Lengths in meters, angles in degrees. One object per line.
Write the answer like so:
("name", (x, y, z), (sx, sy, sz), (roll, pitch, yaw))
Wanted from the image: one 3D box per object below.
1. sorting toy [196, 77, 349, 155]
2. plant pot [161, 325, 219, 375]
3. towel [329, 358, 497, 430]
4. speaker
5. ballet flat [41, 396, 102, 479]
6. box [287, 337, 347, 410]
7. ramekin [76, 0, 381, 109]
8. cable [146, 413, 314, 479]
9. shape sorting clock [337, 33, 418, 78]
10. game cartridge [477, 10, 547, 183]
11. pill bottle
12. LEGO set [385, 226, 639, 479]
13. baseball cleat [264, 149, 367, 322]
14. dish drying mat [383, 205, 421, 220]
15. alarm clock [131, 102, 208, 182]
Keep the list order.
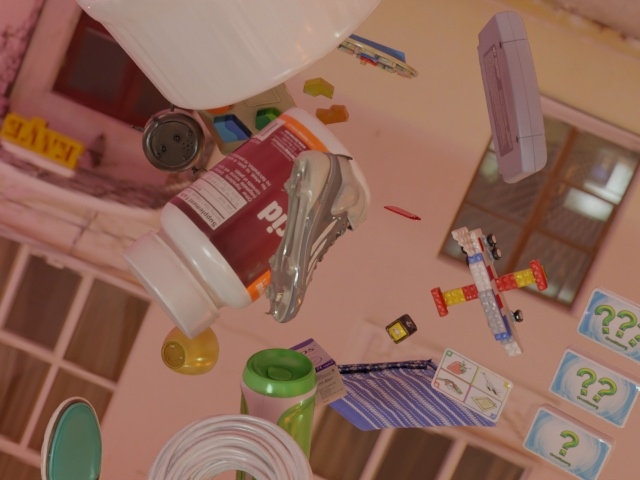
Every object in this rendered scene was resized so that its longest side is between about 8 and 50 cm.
("sorting toy", (-0.112, -0.273, 2.169), (0.307, 0.041, 0.229), (-7, 135, 21))
("plant pot", (-0.317, 0.258, 2.493), (0.134, 0.134, 0.095), (26, -164, 19))
("towel", (0.143, 0.312, 2.090), (0.336, 0.040, 0.243), (-10, 139, 41))
("speaker", (-0.075, 0.328, 1.732), (0.131, 0.296, 0.131), (5, -156, -2))
("ballet flat", (-0.529, 0.519, 2.251), (0.139, 0.400, 0.139), (-5, -171, 1))
("box", (-0.039, 0.251, 1.927), (0.126, 0.072, 0.137), (-24, -160, -13))
("ramekin", (-0.067, -0.241, 0.958), (0.135, 0.277, 0.277), (56, 171, -30))
("cable", (-0.130, 0.383, 1.561), (0.089, 0.257, 0.257), (68, -176, -70))
("shape sorting clock", (0.084, -0.342, 1.968), (0.206, 0.040, 0.206), (20, -175, -2))
("game cartridge", (0.354, -0.263, 1.983), (0.062, 0.297, 0.198), (-9, 177, -9))
("pill bottle", (-0.126, -0.027, 1.818), (0.224, 0.392, 0.224), (48, 169, 13))
("LEGO set", (0.176, 0.101, 1.000), (0.244, 0.182, 0.060), (28, -155, 22))
("baseball cleat", (0.000, 0.000, 1.240), (0.109, 0.205, 0.072), (4, -164, -28))
("dish drying mat", (0.165, -0.056, 2.149), (0.032, 0.008, 0.083), (2, -163, -37))
("alarm clock", (-0.292, -0.189, 2.216), (0.192, 0.129, 0.064), (53, -177, -21))
